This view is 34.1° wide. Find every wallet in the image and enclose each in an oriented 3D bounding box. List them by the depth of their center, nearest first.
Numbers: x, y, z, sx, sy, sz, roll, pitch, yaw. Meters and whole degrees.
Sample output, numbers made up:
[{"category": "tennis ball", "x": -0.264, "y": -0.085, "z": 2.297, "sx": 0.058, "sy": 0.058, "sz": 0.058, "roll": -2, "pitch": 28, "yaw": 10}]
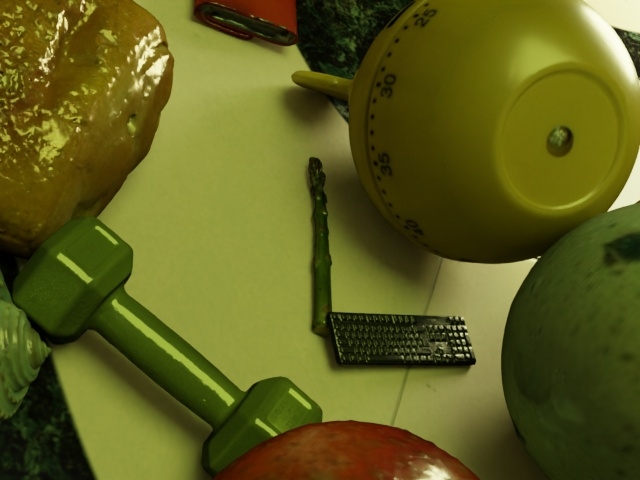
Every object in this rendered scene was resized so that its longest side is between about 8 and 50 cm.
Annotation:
[{"category": "wallet", "x": -0.098, "y": -0.350, "z": 1.395, "sx": 0.142, "sy": 0.045, "sz": 0.204, "roll": 16, "pitch": 48, "yaw": -22}]

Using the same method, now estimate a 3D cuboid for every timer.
[{"category": "timer", "x": 0.183, "y": -0.151, "z": 1.254, "sx": 0.376, "sy": 0.376, "sz": 0.387, "roll": 14, "pitch": 6, "yaw": -26}]

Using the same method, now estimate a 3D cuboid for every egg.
[{"category": "egg", "x": 0.359, "y": 0.126, "z": 1.074, "sx": 0.345, "sy": 0.428, "sz": 0.345, "roll": -5, "pitch": 68, "yaw": 12}]

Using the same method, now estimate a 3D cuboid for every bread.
[{"category": "bread", "x": -0.321, "y": -0.168, "z": 1.018, "sx": 0.337, "sy": 0.148, "sz": 0.328, "roll": 32, "pitch": 44, "yaw": -8}]

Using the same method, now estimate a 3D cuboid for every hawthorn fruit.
[{"category": "hawthorn fruit", "x": 0.033, "y": 0.275, "z": 0.820, "sx": 0.300, "sy": 0.275, "sz": 0.275, "roll": -17, "pitch": 67, "yaw": -42}]

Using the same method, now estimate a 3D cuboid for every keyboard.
[{"category": "keyboard", "x": 0.094, "y": 0.110, "z": 1.166, "sx": 0.204, "sy": 0.013, "sz": 0.061, "roll": 5, "pitch": 61, "yaw": -37}]

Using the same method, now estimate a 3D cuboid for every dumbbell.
[{"category": "dumbbell", "x": -0.140, "y": 0.108, "z": 0.949, "sx": 0.302, "sy": 0.108, "sz": 0.121, "roll": 41, "pitch": 43, "yaw": 0}]

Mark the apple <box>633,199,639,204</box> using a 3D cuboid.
[{"category": "apple", "x": 0.485, "y": 0.021, "z": 1.408, "sx": 0.188, "sy": 0.174, "sz": 0.188, "roll": 21, "pitch": 44, "yaw": -21}]

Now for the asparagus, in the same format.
[{"category": "asparagus", "x": 0.000, "y": 0.000, "z": 1.196, "sx": 0.024, "sy": 0.025, "sz": 0.248, "roll": 1, "pitch": 53, "yaw": -5}]

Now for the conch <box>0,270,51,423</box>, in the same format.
[{"category": "conch", "x": -0.318, "y": 0.075, "z": 0.824, "sx": 0.200, "sy": 0.131, "sz": 0.172, "roll": 3, "pitch": 82, "yaw": -27}]
